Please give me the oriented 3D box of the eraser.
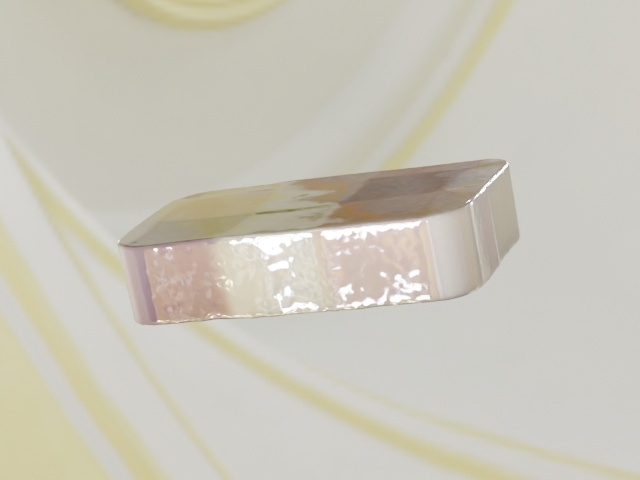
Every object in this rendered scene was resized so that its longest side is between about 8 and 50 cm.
[{"bbox_3d":[0.000,0.000,0.531,0.105,0.026,0.065,-6,-164,19],"label":"eraser"}]
